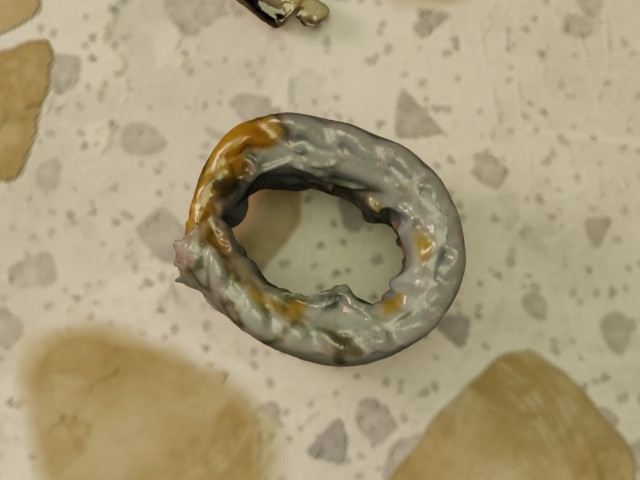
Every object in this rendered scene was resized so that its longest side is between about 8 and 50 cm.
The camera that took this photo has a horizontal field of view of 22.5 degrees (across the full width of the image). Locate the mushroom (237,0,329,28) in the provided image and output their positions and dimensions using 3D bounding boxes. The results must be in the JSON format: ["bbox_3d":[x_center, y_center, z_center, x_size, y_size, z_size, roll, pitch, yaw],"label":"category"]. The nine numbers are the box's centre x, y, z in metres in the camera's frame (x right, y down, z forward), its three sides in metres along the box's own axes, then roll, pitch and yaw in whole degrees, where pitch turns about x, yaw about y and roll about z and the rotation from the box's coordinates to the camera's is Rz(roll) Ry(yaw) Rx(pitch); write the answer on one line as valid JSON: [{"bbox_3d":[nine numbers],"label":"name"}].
[{"bbox_3d":[-0.068,-0.193,0.943,0.060,0.061,0.187,-39,96,10],"label":"mushroom"}]

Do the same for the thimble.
[{"bbox_3d":[0.001,0.003,0.880,0.151,0.118,0.127,29,85,3],"label":"thimble"}]
